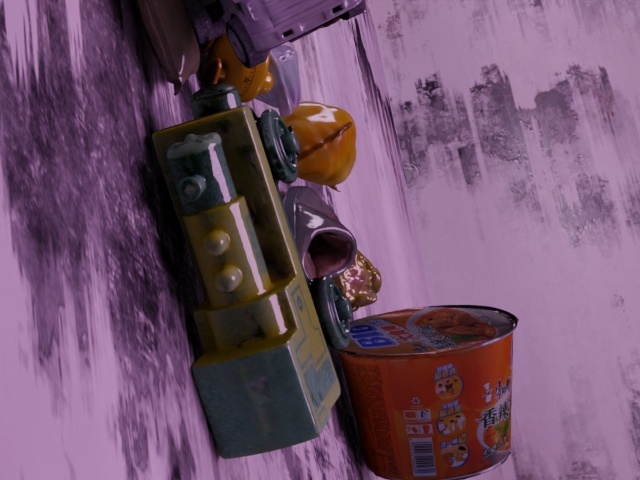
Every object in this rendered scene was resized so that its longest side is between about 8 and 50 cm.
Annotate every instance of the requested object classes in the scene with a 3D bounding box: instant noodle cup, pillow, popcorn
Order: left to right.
[{"bbox_3d":[-0.180,-0.267,1.746,0.119,0.053,0.208,-96,168,-80],"label":"pillow"},{"bbox_3d":[0.038,0.059,2.467,0.097,0.089,0.109,-9,72,-46],"label":"popcorn"},{"bbox_3d":[0.166,0.235,2.418,0.296,0.296,0.214,-64,148,-76],"label":"instant noodle cup"}]

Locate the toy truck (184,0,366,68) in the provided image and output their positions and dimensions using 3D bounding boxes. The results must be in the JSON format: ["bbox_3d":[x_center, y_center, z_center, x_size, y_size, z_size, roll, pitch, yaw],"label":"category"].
[{"bbox_3d":[-0.091,-0.320,1.784,0.363,0.177,0.178,42,-23,60],"label":"toy truck"}]

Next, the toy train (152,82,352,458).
[{"bbox_3d":[-0.079,0.020,1.663,0.237,0.150,0.369,-51,125,-71],"label":"toy train"}]

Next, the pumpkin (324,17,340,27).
[{"bbox_3d":[-0.011,-0.511,2.610,0.139,0.222,0.317,61,16,-54],"label":"pumpkin"}]

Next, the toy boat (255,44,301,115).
[{"bbox_3d":[-0.103,-0.306,2.124,0.199,0.100,0.290,-76,149,-70],"label":"toy boat"}]

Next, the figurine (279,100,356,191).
[{"bbox_3d":[-0.007,-0.150,2.432,0.156,0.131,0.246,54,-1,-9],"label":"figurine"}]

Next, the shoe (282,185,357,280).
[{"bbox_3d":[0.000,0.000,2.272,0.251,0.100,0.103,-87,160,-54],"label":"shoe"}]

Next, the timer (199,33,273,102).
[{"bbox_3d":[-0.096,-0.227,2.016,0.107,0.109,0.107,-19,-112,59],"label":"timer"}]
